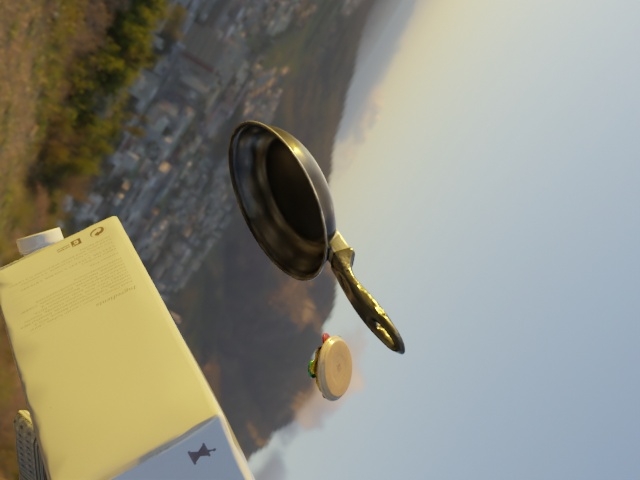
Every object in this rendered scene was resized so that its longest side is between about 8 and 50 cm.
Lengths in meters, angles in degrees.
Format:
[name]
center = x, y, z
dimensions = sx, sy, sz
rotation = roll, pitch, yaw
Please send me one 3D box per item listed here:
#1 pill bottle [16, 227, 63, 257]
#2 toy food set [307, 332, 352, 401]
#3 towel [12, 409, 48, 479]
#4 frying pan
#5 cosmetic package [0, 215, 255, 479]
[pill bottle]
center = -0.393, 0.055, 1.478
dimensions = 0.078, 0.137, 0.078
rotation = -16, -173, 2
[toy food set]
center = 0.015, 0.156, 1.244
dimensions = 0.083, 0.020, 0.083
rotation = -58, 136, -43
[towel]
center = -0.369, 0.448, 1.637
dimensions = 0.056, 0.312, 0.324
rotation = -43, 157, -41
[frying pan]
center = -0.005, -0.026, 1.119
dimensions = 0.053, 0.326, 0.197
rotation = -26, 124, -28
[cosmetic package]
center = -0.182, 0.166, 0.978
dimensions = 0.156, 0.217, 0.385
rotation = -26, -147, -9
